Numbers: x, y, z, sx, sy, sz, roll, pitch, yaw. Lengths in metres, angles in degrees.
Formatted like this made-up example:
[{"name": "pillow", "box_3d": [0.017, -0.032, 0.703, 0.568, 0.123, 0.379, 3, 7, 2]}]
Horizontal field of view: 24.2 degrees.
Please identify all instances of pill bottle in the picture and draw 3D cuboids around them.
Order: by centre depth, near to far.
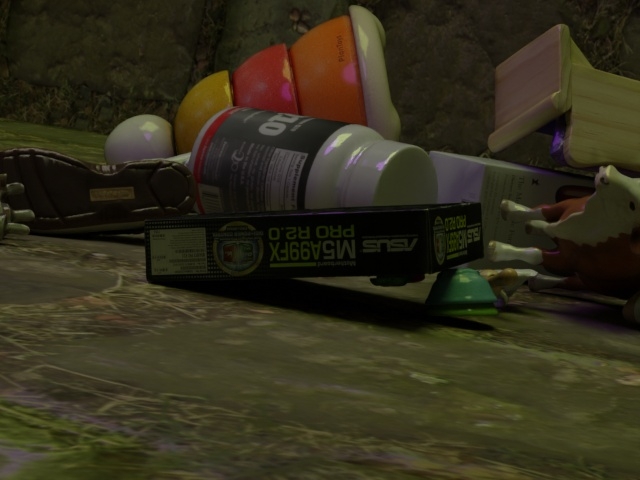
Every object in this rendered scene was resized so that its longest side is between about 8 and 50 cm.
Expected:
[{"name": "pill bottle", "box_3d": [-0.009, -0.069, 1.814, 0.283, 0.161, 0.161, 12, 7, 37]}]

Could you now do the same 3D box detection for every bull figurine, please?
[{"name": "bull figurine", "box_3d": [0.290, 0.001, 1.586, 0.188, 0.101, 0.310, 4, -15, 22]}]

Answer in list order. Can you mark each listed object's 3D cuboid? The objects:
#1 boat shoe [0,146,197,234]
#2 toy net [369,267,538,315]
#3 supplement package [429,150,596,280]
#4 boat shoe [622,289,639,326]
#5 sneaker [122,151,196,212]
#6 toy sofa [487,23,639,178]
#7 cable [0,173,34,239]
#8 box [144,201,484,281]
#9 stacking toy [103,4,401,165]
[{"name": "boat shoe", "box_3d": [-0.270, -0.041, 1.642, 0.257, 0.095, 0.095, 5, -17, -17]}, {"name": "toy net", "box_3d": [0.138, 0.050, 1.459, 0.122, 0.045, 0.232, -3, -2, 24]}, {"name": "supplement package", "box_3d": [0.258, -0.023, 1.845, 0.244, 0.139, 0.134, 6, 7, -27]}, {"name": "boat shoe", "box_3d": [0.367, 0.061, 1.573, 0.072, 0.068, 0.190, -7, -4, 29]}, {"name": "sneaker", "box_3d": [-0.213, -0.079, 1.999, 0.115, 0.090, 0.232, 6, 5, 37]}, {"name": "toy sofa", "box_3d": [0.398, -0.126, 1.856, 0.362, 0.177, 0.150, 10, -19, -24]}, {"name": "cable", "box_3d": [-0.426, -0.025, 1.465, 0.287, 0.072, 0.139, -5, 26, -12]}, {"name": "box", "box_3d": [0.000, 0.000, 1.405, 0.270, 0.060, 0.216, -2, 2, 18]}, {"name": "stacking toy", "box_3d": [-0.115, -0.183, 2.438, 0.480, 0.351, 0.350, -7, 6, 1]}]
